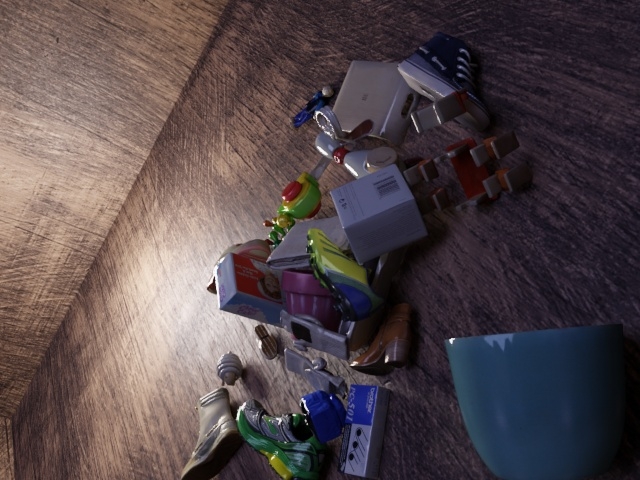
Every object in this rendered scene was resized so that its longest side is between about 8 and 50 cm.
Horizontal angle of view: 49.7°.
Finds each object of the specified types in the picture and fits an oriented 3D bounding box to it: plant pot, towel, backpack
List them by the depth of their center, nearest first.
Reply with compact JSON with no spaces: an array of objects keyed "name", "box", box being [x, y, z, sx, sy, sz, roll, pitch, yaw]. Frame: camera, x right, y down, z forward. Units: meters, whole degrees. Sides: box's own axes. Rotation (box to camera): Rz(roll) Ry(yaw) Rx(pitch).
[{"name":"plant pot","box":[0.369,0.269,1.159,0.293,0.293,0.235,-17,75,49]},{"name":"backpack","box":[0.008,0.426,1.697,0.120,0.101,0.097,-150,44,-68]},{"name":"plant pot","box":[-0.007,0.173,1.817,0.201,0.201,0.180,4,91,55]},{"name":"towel","box":[0.000,0.000,1.903,0.282,0.049,0.187,-8,32,38]}]

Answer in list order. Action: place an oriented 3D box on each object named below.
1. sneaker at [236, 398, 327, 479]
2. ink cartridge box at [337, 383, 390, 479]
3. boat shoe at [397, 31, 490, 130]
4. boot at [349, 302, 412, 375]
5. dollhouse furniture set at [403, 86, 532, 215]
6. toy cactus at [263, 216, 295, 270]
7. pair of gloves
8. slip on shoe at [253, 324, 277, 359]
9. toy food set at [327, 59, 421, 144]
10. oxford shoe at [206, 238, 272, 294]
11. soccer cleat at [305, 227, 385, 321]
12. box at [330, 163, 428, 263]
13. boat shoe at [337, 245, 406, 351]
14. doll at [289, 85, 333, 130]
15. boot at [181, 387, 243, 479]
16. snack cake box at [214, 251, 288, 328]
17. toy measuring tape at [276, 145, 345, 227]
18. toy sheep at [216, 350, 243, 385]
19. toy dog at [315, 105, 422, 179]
[{"name":"sneaker","box":[-0.094,0.505,1.812,0.344,0.134,0.146,26,87,47]},{"name":"ink cartridge box","box":[0.101,0.446,1.624,0.097,0.046,0.207,-10,63,50]},{"name":"boat shoe","box":[0.340,-0.409,1.718,0.158,0.127,0.340,-45,48,4]},{"name":"boot","box":[0.152,0.240,1.663,0.197,0.073,0.152,-25,45,47]},{"name":"dollhouse furniture set","box":[0.322,-0.203,1.566,0.262,0.135,0.259,-16,101,50]},{"name":"toy cactus","box":[-0.106,0.019,2.119,0.219,0.112,0.180,5,86,45]},{"name":"pair of gloves","box":[-0.018,0.290,1.722,0.204,0.042,0.240,27,136,29]},{"name":"slip on shoe","box":[-0.165,0.312,2.076,0.135,0.052,0.041,52,155,44]},{"name":"toy food set","box":[0.158,-0.397,2.001,0.306,0.092,0.219,21,88,48]},{"name":"oxford shoe","box":[-0.264,0.059,2.232,0.397,0.141,0.146,-34,40,53]},{"name":"soccer cleat","box":[0.054,0.075,1.661,0.093,0.121,0.289,87,158,-48]},{"name":"box","box":[0.137,-0.066,1.657,0.182,0.119,0.181,-23,34,5]},{"name":"boat shoe","box":[0.111,0.113,1.717,0.097,0.117,0.324,17,81,32]},{"name":"doll","box":[-0.025,-0.441,2.298,0.189,0.046,0.129,-40,33,26]},{"name":"boot","box":[-0.348,0.598,2.114,0.262,0.095,0.203,-51,38,20]},{"name":"snack cake box","box":[-0.160,0.149,1.957,0.089,0.264,0.152,-45,40,31]},{"name":"toy measuring tape","box":[-0.016,-0.169,2.052,0.330,0.121,0.121,-52,33,-7]},{"name":"toy sheep","box":[-0.283,0.397,2.152,0.091,0.091,0.132,-50,32,24]},{"name":"toy dog","box":[0.138,-0.229,1.845,0.333,0.161,0.220,51,158,22]}]
